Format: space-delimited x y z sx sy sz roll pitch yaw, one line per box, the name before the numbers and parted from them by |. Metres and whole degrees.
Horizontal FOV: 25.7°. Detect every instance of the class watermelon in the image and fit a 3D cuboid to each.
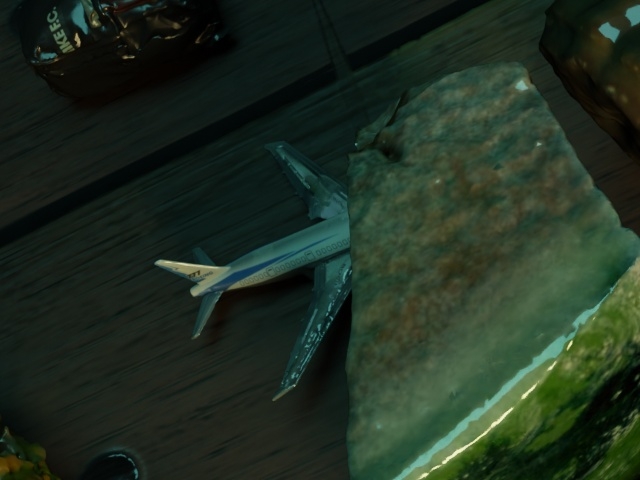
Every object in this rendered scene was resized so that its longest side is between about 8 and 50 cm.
watermelon | 0.102 0.045 0.740 0.151 0.264 0.302 -9 63 13

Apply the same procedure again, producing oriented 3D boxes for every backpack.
backpack | -0.168 -0.187 1.147 0.165 0.106 0.120 -26 55 6

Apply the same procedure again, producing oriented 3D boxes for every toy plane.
toy plane | 0.000 0.002 0.967 0.226 0.058 0.226 -15 50 14

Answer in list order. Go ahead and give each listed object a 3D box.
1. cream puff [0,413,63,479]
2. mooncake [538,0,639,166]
cream puff | -0.278 0.187 0.934 0.269 0.155 0.241 -5 52 32
mooncake | 0.229 -0.077 0.799 0.124 0.228 0.228 -39 49 10
